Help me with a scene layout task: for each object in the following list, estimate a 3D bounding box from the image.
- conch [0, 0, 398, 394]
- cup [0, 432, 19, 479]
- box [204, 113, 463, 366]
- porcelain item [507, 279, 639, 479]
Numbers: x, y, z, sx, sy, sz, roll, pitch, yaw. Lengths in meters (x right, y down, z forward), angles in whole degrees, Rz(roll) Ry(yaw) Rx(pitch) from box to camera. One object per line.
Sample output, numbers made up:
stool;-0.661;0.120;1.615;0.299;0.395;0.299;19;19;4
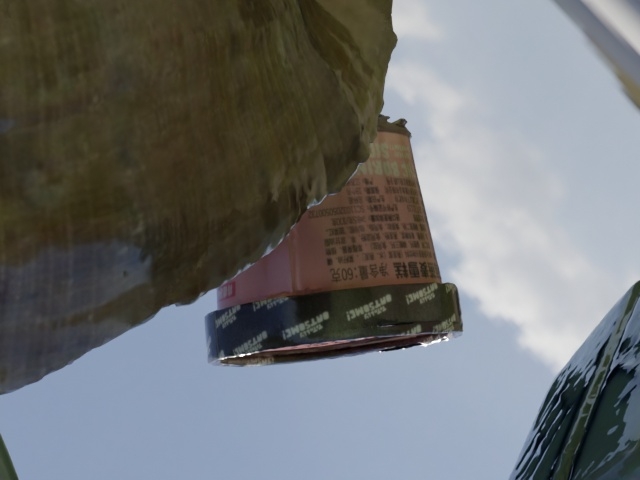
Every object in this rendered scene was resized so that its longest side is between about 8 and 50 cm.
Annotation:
conch;-0.121;-0.078;0.618;0.186;0.324;0.263;99;155;-66
cup;-0.348;0.187;0.911;0.401;0.392;0.310;-106;-2;-50
box;0.000;0.000;1.088;0.151;0.151;0.135;7;-107;-65
porcelain item;0.215;0.147;0.737;0.286;0.157;0.281;38;-144;0
